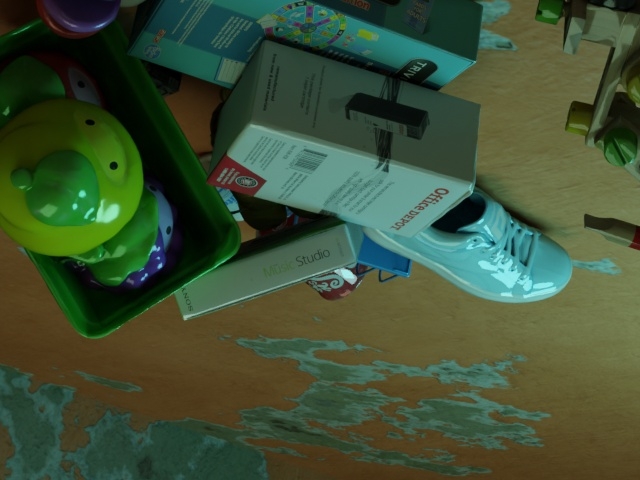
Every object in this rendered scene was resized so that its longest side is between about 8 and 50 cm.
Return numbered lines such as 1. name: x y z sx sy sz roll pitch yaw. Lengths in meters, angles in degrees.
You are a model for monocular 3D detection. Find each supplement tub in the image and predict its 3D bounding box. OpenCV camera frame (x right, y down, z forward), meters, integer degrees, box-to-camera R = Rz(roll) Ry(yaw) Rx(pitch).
1. supplement tub: -0.145 -0.081 1.973 0.071 0.071 0.107 -4 155 32

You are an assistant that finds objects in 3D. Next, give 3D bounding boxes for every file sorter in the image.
1. file sorter: 0.049 -0.013 2.000 0.170 0.118 0.104 17 161 -19

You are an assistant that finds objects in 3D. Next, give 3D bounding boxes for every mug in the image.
1. mug: -0.006 -0.002 2.110 0.169 0.150 0.113 34 -175 -39

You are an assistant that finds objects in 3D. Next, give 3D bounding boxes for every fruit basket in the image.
1. fruit basket: -0.275 -0.085 1.511 0.392 0.283 0.392 41 149 30

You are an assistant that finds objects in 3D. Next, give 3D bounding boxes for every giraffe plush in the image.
1. giraffe plush: -0.074 -0.121 1.730 0.210 0.170 0.181 -7 161 -28

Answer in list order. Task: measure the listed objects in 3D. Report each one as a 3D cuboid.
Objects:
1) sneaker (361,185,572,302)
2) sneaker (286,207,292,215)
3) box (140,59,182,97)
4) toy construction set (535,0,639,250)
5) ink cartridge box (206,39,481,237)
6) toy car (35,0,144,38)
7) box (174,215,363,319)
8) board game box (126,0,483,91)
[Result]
1. sneaker: 0.235 -0.004 1.915 0.366 0.135 0.150 17 163 -20
2. sneaker: -0.032 -0.082 1.908 0.081 0.080 0.211 13 160 -1
3. box: -0.265 -0.223 1.717 0.137 0.027 0.094 26 152 -37
4. toy construction set: 0.315 -0.139 1.339 0.237 0.308 0.257 16 151 -3
5. ink cartridge box: 0.026 -0.112 1.533 0.273 0.114 0.197 15 158 -14
6. toy car: -0.249 -0.283 1.379 0.159 0.136 0.182 20 170 -21
7. box: -0.061 0.024 1.753 0.232 0.058 0.322 -19 -177 6
8. board game box: -0.024 -0.242 1.493 0.336 0.079 0.254 17 158 -19
